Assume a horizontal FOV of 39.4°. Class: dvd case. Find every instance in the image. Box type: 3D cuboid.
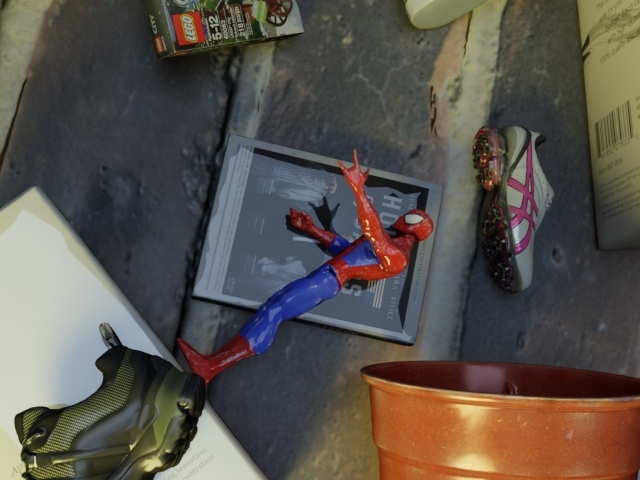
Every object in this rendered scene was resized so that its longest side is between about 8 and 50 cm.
[{"bbox_3d":[0.000,0.000,0.944,0.239,0.029,0.179,13,79,-6],"label":"dvd case"}]

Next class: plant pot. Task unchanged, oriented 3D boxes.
[{"bbox_3d":[0.166,0.256,0.819,0.273,0.272,0.264,3,88,-8],"label":"plant pot"}]

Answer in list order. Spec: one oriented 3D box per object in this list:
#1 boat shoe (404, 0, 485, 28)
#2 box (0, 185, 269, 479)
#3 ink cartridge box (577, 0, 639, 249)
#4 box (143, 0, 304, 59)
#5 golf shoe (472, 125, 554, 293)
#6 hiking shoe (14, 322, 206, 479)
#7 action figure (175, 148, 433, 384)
[{"bbox_3d":[0.195,-0.326,0.951,0.258,0.095,0.084,-25,72,21],"label":"boat shoe"},{"bbox_3d":[-0.199,0.153,0.791,0.168,0.215,0.345,-37,87,-12],"label":"box"},{"bbox_3d":[0.402,-0.206,0.909,0.166,0.285,0.394,0,80,-10],"label":"ink cartridge box"},{"bbox_3d":[-0.116,-0.314,0.917,0.159,0.044,0.233,-18,99,-33],"label":"box"},{"bbox_3d":[0.218,-0.036,0.963,0.086,0.067,0.186,-1,80,-10],"label":"golf shoe"},{"bbox_3d":[-0.182,0.176,0.649,0.114,0.086,0.226,30,72,11],"label":"hiking shoe"},{"bbox_3d":[-0.023,0.015,0.874,0.281,0.091,0.139,-27,95,-12],"label":"action figure"}]
